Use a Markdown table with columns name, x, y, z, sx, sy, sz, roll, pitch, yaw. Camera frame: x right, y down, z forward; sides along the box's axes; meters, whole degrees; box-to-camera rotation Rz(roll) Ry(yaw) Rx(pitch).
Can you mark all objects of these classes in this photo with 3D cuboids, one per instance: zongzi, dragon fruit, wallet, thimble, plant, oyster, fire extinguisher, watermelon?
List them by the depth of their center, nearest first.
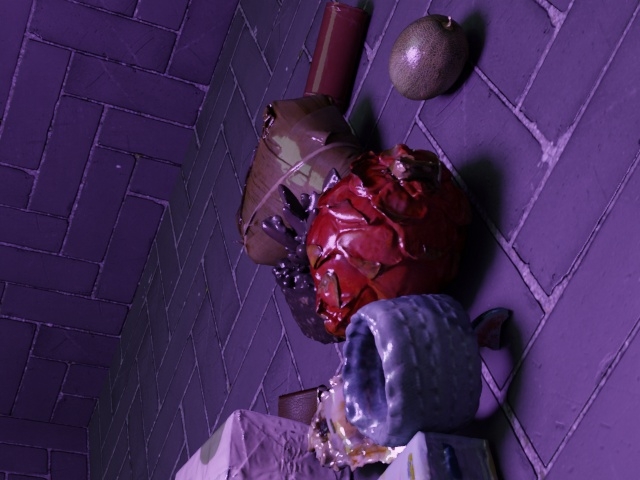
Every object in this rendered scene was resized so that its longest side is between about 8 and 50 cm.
| name | x | y | z | sx | sy | sz | roll | pitch | yaw |
| --- | --- | --- | --- | --- | --- | --- | --- | --- | --- |
| thimble | 0.135 | 0.206 | 1.538 | 0.205 | 0.171 | 0.250 | -128 | 37 | -57 |
| watermelon | 0.266 | 0.141 | 1.549 | 0.061 | 0.085 | 0.085 | 56 | 146 | 5 |
| dragon fruit | 0.114 | 0.000 | 1.695 | 0.277 | 0.277 | 0.343 | -110 | 35 | -54 |
| oyster | 0.099 | 0.307 | 1.793 | 0.354 | 0.107 | 0.201 | -23 | 69 | 45 |
| plant | 0.011 | 0.033 | 1.909 | 0.194 | 0.181 | 0.321 | 12 | 129 | 38 |
| zongzi | -0.019 | 0.002 | 2.152 | 0.467 | 0.218 | 0.500 | 61 | 143 | 40 |
| wallet | -0.040 | 0.390 | 2.157 | 0.243 | 0.039 | 0.133 | 151 | 122 | -61 |
| fire extinguisher | 0.024 | -0.387 | 2.372 | 0.147 | 0.106 | 0.337 | -36 | -39 | -85 |

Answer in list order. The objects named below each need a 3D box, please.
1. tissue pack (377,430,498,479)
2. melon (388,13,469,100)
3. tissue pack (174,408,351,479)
| name | x | y | z | sx | sy | sz | roll | pitch | yaw |
| --- | --- | --- | --- | --- | --- | --- | --- | --- | --- |
| tissue pack | 0.132 | 0.513 | 1.497 | 0.287 | 0.162 | 0.388 | -96 | 29 | -46 |
| melon | 0.201 | -0.341 | 1.842 | 0.192 | 0.139 | 0.139 | 123 | 151 | -47 |
| tissue pack | -0.129 | 0.505 | 1.997 | 0.356 | 0.266 | 0.194 | 129 | 152 | -48 |
